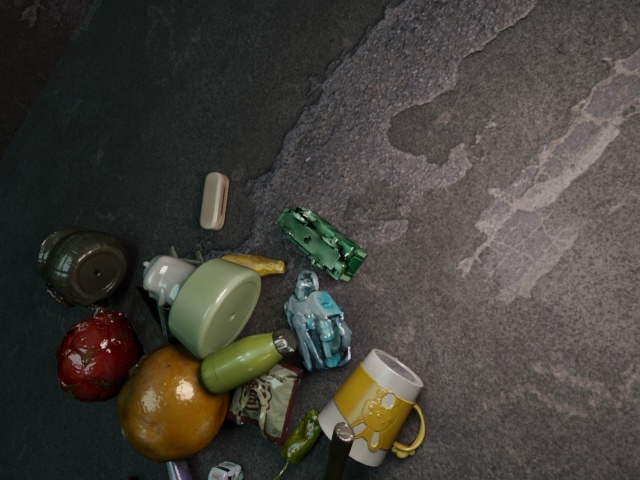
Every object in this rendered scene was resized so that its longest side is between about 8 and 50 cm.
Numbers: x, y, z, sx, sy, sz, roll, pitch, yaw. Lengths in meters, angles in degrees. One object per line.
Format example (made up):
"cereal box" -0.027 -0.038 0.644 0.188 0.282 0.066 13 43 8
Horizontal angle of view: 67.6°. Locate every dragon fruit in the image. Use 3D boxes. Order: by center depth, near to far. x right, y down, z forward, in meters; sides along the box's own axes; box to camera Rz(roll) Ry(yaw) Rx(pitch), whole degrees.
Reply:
"dragon fruit" -0.764 0.401 1.649 0.277 0.277 0.342 6 83 33

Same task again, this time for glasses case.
"glasses case" -0.360 -0.132 1.617 0.083 0.050 0.196 3 83 31

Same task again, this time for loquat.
"loquat" -0.423 0.466 1.385 0.328 0.328 0.328 -7 78 32

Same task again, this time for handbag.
"handbag" -0.156 0.425 1.339 0.213 0.127 0.235 18 92 31

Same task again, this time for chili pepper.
"chili pepper" -0.060 0.548 1.289 0.204 0.073 0.072 -53 40 0

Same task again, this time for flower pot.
"flower pot" -0.871 0.106 1.767 0.213 0.302 0.301 21 93 33

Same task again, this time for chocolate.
"chocolate" -0.205 0.080 1.470 0.219 0.086 0.085 0 81 28
"chocolate" -0.554 0.299 1.629 0.112 0.112 0.321 -52 58 12

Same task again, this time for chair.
"chair" -0.449 0.165 1.568 0.147 0.136 0.270 -36 63 24

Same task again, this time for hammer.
"hammer" 0.029 0.556 1.101 0.168 0.044 0.440 32 134 26

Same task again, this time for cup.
"cup" 0.147 0.405 1.139 0.241 0.185 0.226 32 94 -2

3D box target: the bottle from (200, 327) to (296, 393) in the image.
"bottle" -0.186 0.311 1.263 0.260 0.112 0.112 -28 67 15

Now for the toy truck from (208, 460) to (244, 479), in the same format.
"toy truck" -0.291 0.741 1.373 0.080 0.115 0.177 -1 79 33

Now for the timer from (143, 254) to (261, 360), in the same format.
"timer" -0.380 0.149 1.389 0.315 0.291 0.290 27 96 15

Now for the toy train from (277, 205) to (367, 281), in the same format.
"toy train" 0.000 0.000 1.300 0.269 0.154 0.115 39 103 32

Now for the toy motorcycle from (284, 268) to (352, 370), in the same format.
"toy motorcycle" -0.017 0.224 1.285 0.260 0.154 0.206 56 134 35

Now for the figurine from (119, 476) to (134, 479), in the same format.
"figurine" -0.696 0.897 1.585 0.160 0.183 0.226 25 83 25

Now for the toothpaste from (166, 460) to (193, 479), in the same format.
"toothpaste" -0.439 0.731 1.481 0.080 0.125 0.371 -22 68 -10
